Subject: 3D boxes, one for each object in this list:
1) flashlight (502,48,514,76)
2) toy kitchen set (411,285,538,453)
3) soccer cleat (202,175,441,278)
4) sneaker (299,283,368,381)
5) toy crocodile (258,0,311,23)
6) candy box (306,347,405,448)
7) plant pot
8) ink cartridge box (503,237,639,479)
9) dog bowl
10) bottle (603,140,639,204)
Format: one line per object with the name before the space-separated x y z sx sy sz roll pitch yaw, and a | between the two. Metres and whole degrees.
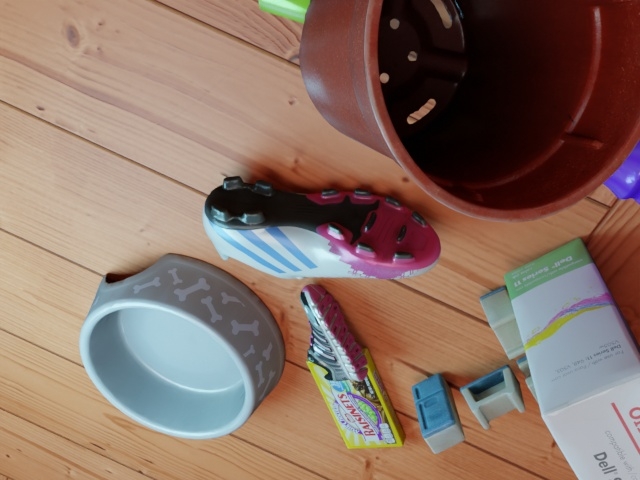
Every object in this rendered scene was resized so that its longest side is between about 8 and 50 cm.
flashlight | 0.320 -0.267 0.729 0.103 0.103 0.304 11 145 -39
toy kitchen set | 0.211 0.175 1.090 0.207 0.122 0.166 -29 113 11
soccer cleat | 0.000 0.000 1.030 0.331 0.116 0.143 13 143 12
sneaker | 0.004 0.148 1.139 0.074 0.063 0.170 -22 106 28
toy crocodile | -0.023 -0.389 0.759 0.115 0.105 0.341 8 122 14
candy box | 0.060 0.265 1.238 0.105 0.027 0.206 -9 121 26
plant pot | 0.113 -0.175 0.686 0.272 0.265 0.272 -5 104 -20
ink cartridge box | 0.329 0.179 0.868 0.119 0.353 0.207 -27 113 18
dog bowl | -0.237 0.189 1.238 0.348 0.102 0.349 9 126 13
bottle | 0.420 -0.068 0.835 0.282 0.092 0.118 18 131 6
